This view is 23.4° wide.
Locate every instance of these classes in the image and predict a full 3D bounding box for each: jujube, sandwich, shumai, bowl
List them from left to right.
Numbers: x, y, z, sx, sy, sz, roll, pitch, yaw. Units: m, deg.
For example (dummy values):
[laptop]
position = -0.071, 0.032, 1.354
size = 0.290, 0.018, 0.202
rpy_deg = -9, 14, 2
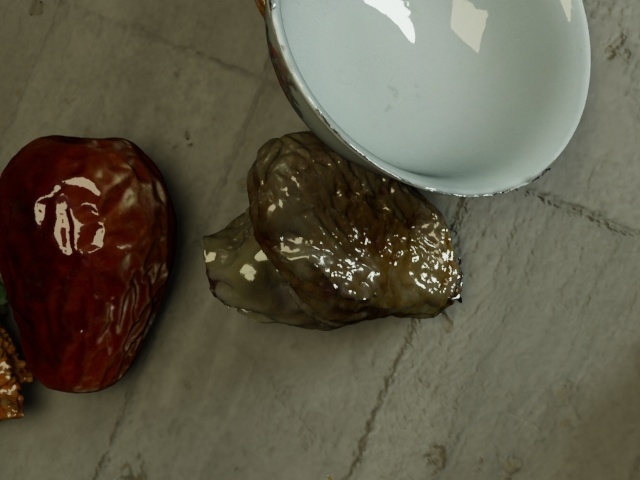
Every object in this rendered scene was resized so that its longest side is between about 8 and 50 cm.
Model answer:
[sandwich]
position = -0.397, 0.130, 1.631
size = 0.185, 0.109, 0.160
rpy_deg = -25, 99, 14
[jujube]
position = -0.238, 0.020, 1.553
size = 0.190, 0.190, 0.255
rpy_deg = 8, 106, 19
[shumai]
position = -0.001, -0.004, 1.499
size = 0.185, 0.218, 0.183
rpy_deg = -11, 74, 57
[bowl]
position = 0.070, -0.185, 1.428
size = 0.157, 0.346, 0.345
rpy_deg = -25, 76, 57

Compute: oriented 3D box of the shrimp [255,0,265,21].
[shrimp]
position = -0.017, -0.262, 1.546
size = 0.133, 0.053, 0.236
rpy_deg = -8, 81, 16

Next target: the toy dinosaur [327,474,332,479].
[toy dinosaur]
position = 0.015, 0.288, 1.518
size = 0.041, 0.026, 0.113
rpy_deg = -21, 90, 9
